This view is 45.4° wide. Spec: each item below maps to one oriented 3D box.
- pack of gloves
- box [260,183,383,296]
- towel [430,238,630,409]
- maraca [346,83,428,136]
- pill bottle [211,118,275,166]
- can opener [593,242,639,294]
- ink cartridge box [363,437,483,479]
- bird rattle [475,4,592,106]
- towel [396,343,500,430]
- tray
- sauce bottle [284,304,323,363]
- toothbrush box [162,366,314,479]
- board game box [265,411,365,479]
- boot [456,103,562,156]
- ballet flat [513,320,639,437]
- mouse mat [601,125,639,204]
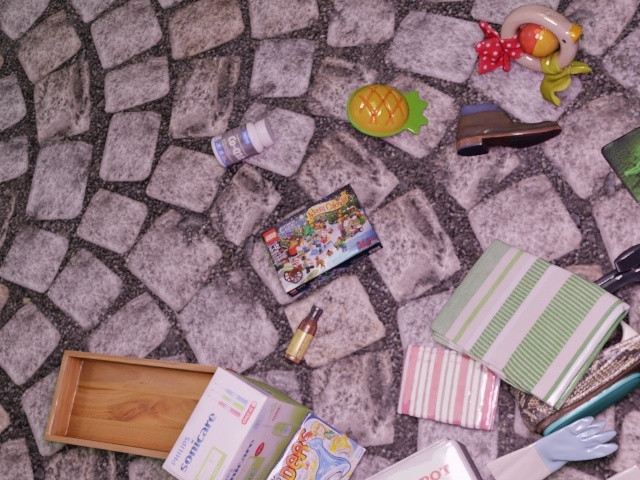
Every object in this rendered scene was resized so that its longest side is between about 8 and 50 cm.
[{"bbox_3d":[0.449,0.427,1.370,0.232,0.046,0.195,-31,92,16],"label":"pack of gloves"},{"bbox_3d":[0.000,0.000,1.686,0.233,0.044,0.159,-29,66,7],"label":"box"},{"bbox_3d":[0.382,0.148,1.444,0.248,0.038,0.325,-52,40,-7],"label":"towel"},{"bbox_3d":[0.150,-0.289,1.707,0.186,0.099,0.127,2,77,-8],"label":"maraca"},{"bbox_3d":[-0.181,-0.233,1.807,0.137,0.078,0.078,-21,67,11],"label":"pill bottle"},{"bbox_3d":[0.559,0.078,1.469,0.186,0.059,0.073,-38,91,14],"label":"can opener"},{"bbox_3d":[0.217,0.586,1.354,0.279,0.160,0.384,-30,66,7],"label":"ink cartridge box"},{"bbox_3d":[0.447,-0.413,1.598,0.253,0.207,0.143,38,69,16],"label":"bird rattle"},{"bbox_3d":[0.254,0.290,1.516,0.197,0.029,0.144,6,75,23],"label":"towel"},{"bbox_3d":[-0.396,0.365,1.684,0.411,0.076,0.203,2,74,20],"label":"tray"},{"bbox_3d":[-0.033,0.200,1.634,0.042,0.042,0.128,25,80,24],"label":"sauce bottle"},{"bbox_3d":[-0.148,0.380,1.479,0.122,0.283,0.206,26,81,25],"label":"toothbrush box"},{"bbox_3d":[-0.021,0.458,1.494,0.136,0.035,0.201,33,69,3],"label":"board game box"},{"bbox_3d":[0.392,-0.251,1.618,0.219,0.082,0.106,-8,73,18],"label":"boot"},{"bbox_3d":[0.570,0.190,1.378,0.483,0.164,0.182,-27,57,13],"label":"ballet flat"},{"bbox_3d":[0.684,-0.173,1.535,0.190,0.007,0.152,-30,65,6],"label":"mouse mat"}]
